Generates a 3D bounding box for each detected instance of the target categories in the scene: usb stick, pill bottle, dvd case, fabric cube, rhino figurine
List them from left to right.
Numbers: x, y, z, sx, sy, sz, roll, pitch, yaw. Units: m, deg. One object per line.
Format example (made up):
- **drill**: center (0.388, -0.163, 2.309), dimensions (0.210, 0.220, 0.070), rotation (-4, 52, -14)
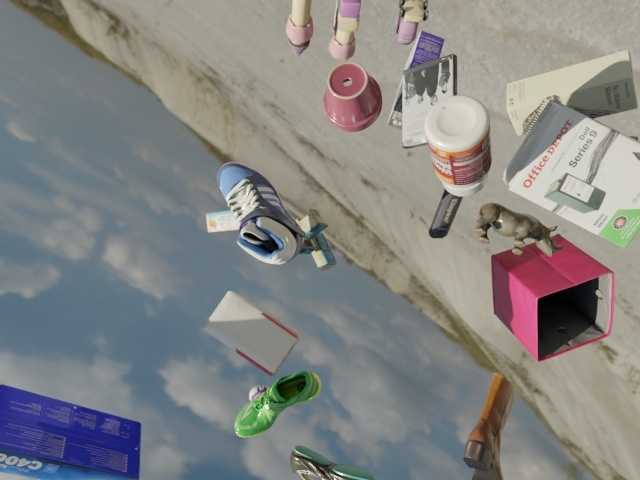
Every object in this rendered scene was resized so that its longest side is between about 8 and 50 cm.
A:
- **dvd case**: center (0.314, -0.398, 1.544), dimensions (0.029, 0.239, 0.179), rotation (4, 175, -43)
- **usb stick**: center (0.433, -0.121, 1.786), dimensions (0.077, 0.278, 0.045), rotation (-5, -138, -22)
- **pill bottle**: center (0.284, -0.182, 1.081), dimensions (0.121, 0.121, 0.221), rotation (34, 171, 28)
- **rhino figurine**: center (0.507, -0.025, 1.352), dimensions (0.243, 0.106, 0.073), rotation (19, 156, -1)
- **fabric cube**: center (0.718, 0.172, 1.672), dimensions (0.258, 0.258, 0.254), rotation (-118, 12, -61)

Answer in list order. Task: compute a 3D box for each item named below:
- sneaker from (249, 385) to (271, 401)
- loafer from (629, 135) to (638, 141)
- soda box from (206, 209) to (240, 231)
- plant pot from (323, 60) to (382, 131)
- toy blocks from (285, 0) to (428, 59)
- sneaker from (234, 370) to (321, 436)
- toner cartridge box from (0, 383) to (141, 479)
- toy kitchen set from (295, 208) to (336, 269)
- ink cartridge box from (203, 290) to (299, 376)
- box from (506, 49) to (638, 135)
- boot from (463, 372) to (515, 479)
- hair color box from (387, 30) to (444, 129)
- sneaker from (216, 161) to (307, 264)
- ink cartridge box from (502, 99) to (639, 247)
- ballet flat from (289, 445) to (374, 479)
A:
- **sneaker**: center (-0.163, 0.636, 2.147), dimensions (0.236, 0.095, 0.104), rotation (-4, -155, -22)
- **loafer**: center (0.712, -0.190, 1.266), dimensions (0.039, 0.125, 0.045), rotation (18, -165, 9)
- **soda box**: center (-0.262, -0.062, 1.609), dimensions (0.183, 0.063, 0.058), rotation (-3, -176, 35)
- **plant pot**: center (0.100, -0.482, 1.741), dimensions (0.201, 0.201, 0.180), rotation (32, 175, 14)
- **toy blocks**: center (0.076, -0.565, 1.299), dimensions (0.308, 0.289, 0.260), rotation (6, 156, -4)
- **sneaker**: center (-0.141, 0.478, 1.609), dimensions (0.109, 0.295, 0.124), rotation (53, 174, 36)
- **toner cartridge box**: center (-0.588, 0.461, 1.220), dimensions (0.347, 0.075, 0.165), rotation (30, -158, -30)
- **toy kitchen set**: center (0.000, 0.000, 1.635), dimensions (0.207, 0.166, 0.122), rotation (4, -124, -54)
- **ink cartridge box**: center (-0.183, 0.255, 1.497), dimensions (0.226, 0.131, 0.306), rotation (33, 171, 2)
- **box**: center (0.602, -0.350, 1.287), dimensions (0.275, 0.094, 0.113), rotation (-9, 145, 34)
- **boot**: center (0.518, 0.576, 1.588), dimensions (0.096, 0.280, 0.264), rotation (-4, 132, 43)
- **hair color box**: center (0.359, -0.596, 1.998), dimensions (0.110, 0.339, 0.185), rotation (21, 152, 0)
- **sneaker**: center (-0.175, -0.075, 1.370), dimensions (0.323, 0.130, 0.236), rotation (49, -167, 1)
- **ink cartridge box**: center (0.586, -0.148, 1.173), dimensions (0.289, 0.211, 0.121), rotation (26, -157, 1)
- **ballet flat**: center (0.031, 0.713, 1.617), dimensions (0.280, 0.096, 0.095), rotation (11, 180, 29)
